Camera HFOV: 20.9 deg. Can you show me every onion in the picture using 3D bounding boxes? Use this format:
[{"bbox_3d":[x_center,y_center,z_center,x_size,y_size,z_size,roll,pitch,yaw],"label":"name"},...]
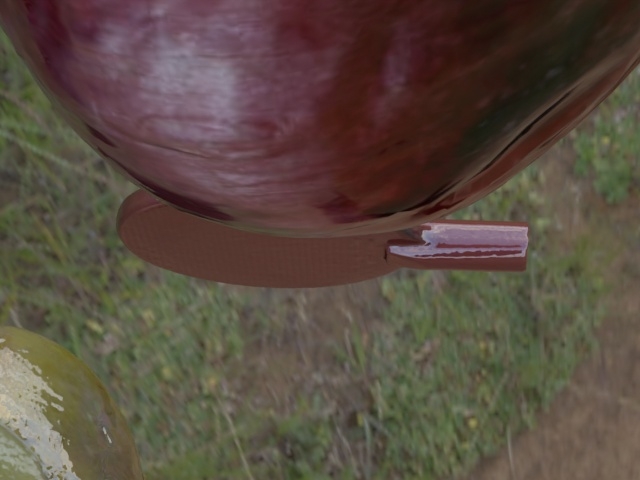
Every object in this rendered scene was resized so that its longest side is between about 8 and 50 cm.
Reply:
[{"bbox_3d":[0.055,-0.162,0.454,0.285,0.347,0.347,14,67,21],"label":"onion"}]

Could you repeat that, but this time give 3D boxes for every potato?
[{"bbox_3d":[-0.153,0.152,1.050,0.098,0.138,0.243,-22,101,24],"label":"potato"}]

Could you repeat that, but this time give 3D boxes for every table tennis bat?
[{"bbox_3d":[0.000,0.000,1.306,0.310,0.200,0.038,2,70,2],"label":"table tennis bat"}]
